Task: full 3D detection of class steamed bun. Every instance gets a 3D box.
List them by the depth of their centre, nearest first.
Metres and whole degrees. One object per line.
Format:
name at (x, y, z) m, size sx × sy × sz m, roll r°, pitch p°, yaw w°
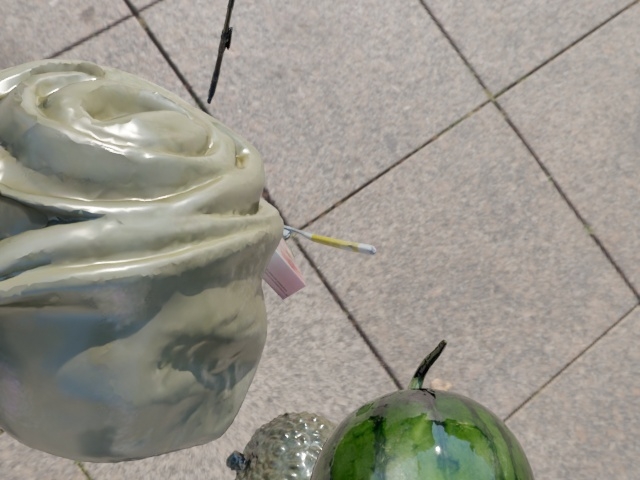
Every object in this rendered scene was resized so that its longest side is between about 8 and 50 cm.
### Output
steamed bun at (-0.191, -0.015, 0.554) m, size 0.343 × 0.255 × 0.367 m, roll -2°, pitch 49°, yaw -21°

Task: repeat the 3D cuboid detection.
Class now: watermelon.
watermelon at (0.082, 0.208, 0.556) m, size 0.188 × 0.188 × 0.214 m, roll 3°, pitch 52°, yaw -10°

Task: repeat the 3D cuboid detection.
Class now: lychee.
lychee at (-0.030, 0.419, 1.106) m, size 0.274 × 0.255 × 0.255 m, roll 21°, pitch 75°, yaw -6°

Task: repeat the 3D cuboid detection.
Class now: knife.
knife at (-0.171, -0.345, 1.180) m, size 0.021 × 0.222 × 0.045 m, roll 16°, pitch 40°, yaw -9°

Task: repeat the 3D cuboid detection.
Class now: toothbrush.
toothbrush at (0.000, 0.000, 1.220) m, size 0.024 × 0.288 × 0.021 m, roll -49°, pitch 123°, yaw -20°

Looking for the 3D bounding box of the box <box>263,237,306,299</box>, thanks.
box at (-0.075, 0.017, 0.953) m, size 0.043 × 0.125 × 0.089 m, roll -31°, pitch 49°, yaw 6°
